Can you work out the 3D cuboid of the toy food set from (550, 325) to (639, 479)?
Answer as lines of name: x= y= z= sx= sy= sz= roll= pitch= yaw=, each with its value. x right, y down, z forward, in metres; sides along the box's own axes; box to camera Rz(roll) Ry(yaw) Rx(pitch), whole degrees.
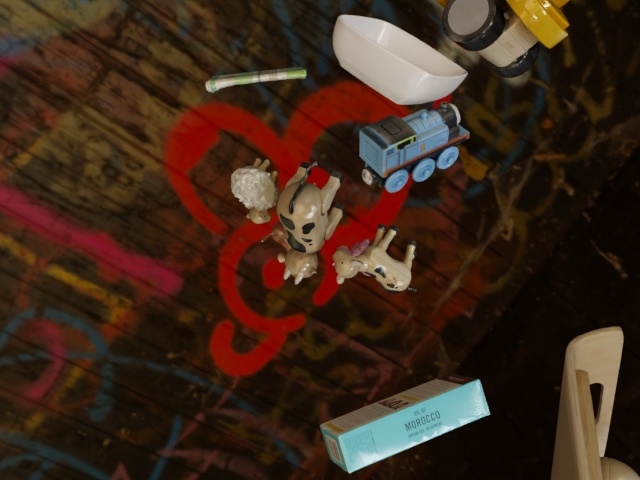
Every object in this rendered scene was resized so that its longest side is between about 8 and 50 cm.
toy food set: x=0.279 y=0.264 z=0.663 sx=0.092 sy=0.220 sz=0.306 roll=1 pitch=-145 yaw=13

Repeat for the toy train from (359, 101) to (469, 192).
toy train: x=0.142 y=-0.146 z=1.061 sx=0.184 sy=0.105 sz=0.080 roll=-25 pitch=-128 yaw=-20

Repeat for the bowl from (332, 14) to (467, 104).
bowl: x=0.085 y=-0.204 z=0.809 sx=0.142 sy=0.142 sz=0.053 roll=-23 pitch=147 yaw=-57

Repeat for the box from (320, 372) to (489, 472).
box: x=0.130 y=0.279 z=1.092 sx=0.244 sy=0.060 sz=0.100 roll=-17 pitch=180 yaw=-16

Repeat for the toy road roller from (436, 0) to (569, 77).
toy road roller: x=0.311 y=-0.460 z=1.179 sx=0.240 sy=0.202 sz=0.329 roll=-37 pitch=-118 yaw=28

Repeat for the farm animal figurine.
farm animal figurine: x=0.000 y=0.000 z=1.365 sx=0.330 sy=0.327 sz=0.172 roll=8 pitch=-125 yaw=32

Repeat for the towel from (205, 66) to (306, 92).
towel: x=-0.098 y=-0.250 z=1.092 sx=0.113 sy=0.152 sz=0.023 roll=-99 pitch=-177 yaw=-72
